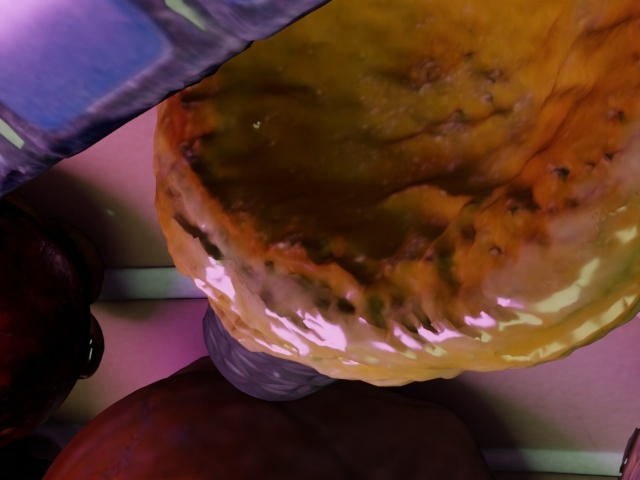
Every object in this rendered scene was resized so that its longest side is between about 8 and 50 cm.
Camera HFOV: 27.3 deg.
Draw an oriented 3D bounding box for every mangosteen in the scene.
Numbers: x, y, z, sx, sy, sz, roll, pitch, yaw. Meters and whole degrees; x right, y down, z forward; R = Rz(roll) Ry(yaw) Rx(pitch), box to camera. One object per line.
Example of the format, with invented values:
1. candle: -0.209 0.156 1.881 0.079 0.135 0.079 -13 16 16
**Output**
1. mangosteen: -0.254 0.053 0.951 0.210 0.210 0.210 16 144 12

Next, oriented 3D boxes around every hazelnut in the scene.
1. hazelnut: -0.029 0.268 1.000 0.359 0.359 0.409 -17 123 44

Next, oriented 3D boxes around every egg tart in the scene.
1. egg tart: 0.068 -0.081 0.545 0.319 0.319 0.128 -8 161 37

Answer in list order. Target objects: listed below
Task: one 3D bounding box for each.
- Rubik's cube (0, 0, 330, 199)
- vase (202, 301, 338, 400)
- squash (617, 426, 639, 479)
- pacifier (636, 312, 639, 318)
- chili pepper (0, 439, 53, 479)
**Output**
1. Rubik's cube: -0.102 -0.231 0.400 0.305 0.304 0.301 43 141 -22
2. vase: 0.000 0.000 0.782 0.251 0.156 0.301 56 155 10
3. squash: 0.308 0.161 0.761 0.260 0.189 0.189 21 145 9
4. pacifier: 0.262 0.008 0.575 0.332 0.273 0.220 -17 99 43
5. chili pepper: -0.384 0.263 1.269 0.385 0.213 0.167 -6 135 11
